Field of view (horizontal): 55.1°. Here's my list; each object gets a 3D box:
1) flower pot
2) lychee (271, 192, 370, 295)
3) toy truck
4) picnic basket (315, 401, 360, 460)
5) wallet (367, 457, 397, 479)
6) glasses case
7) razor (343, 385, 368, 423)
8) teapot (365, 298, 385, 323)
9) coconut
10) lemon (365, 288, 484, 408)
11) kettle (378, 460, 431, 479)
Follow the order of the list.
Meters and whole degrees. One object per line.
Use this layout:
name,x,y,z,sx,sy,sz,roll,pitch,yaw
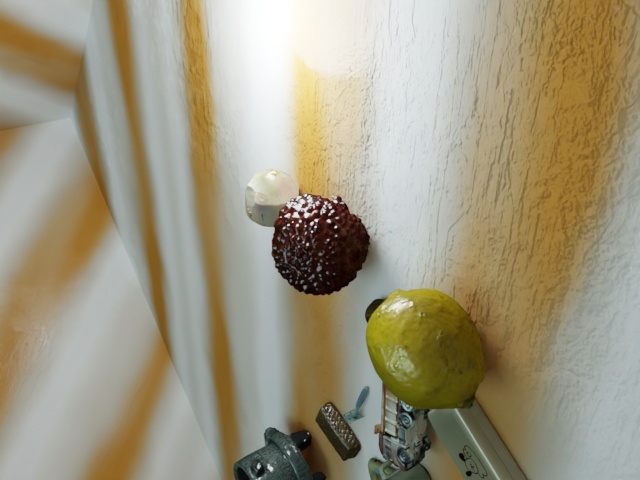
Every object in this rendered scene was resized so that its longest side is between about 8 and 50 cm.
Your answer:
flower pot,-0.157,0.850,2.290,0.299,0.283,0.299,39,140,43
lychee,0.000,0.000,1.619,0.264,0.300,0.264,17,156,8
toy truck,0.219,0.467,1.637,0.135,0.114,0.270,16,112,45
picnic basket,0.054,0.646,2.065,0.193,0.055,0.110,49,143,26
wallet,0.211,0.750,1.899,0.155,0.039,0.110,5,110,56
glasses case,0.388,0.524,1.478,0.313,0.070,0.131,59,147,17
razor,0.122,0.502,1.894,0.040,0.068,0.135,42,128,33
teapot,0.173,0.210,1.639,0.085,0.080,0.110,-26,99,37
coconut,-0.149,-0.134,1.834,0.171,0.171,0.183,47,150,32
lemon,0.236,0.249,1.386,0.310,0.253,0.253,58,146,21
kettle,0.228,0.696,1.743,0.127,0.148,0.098,25,129,47
